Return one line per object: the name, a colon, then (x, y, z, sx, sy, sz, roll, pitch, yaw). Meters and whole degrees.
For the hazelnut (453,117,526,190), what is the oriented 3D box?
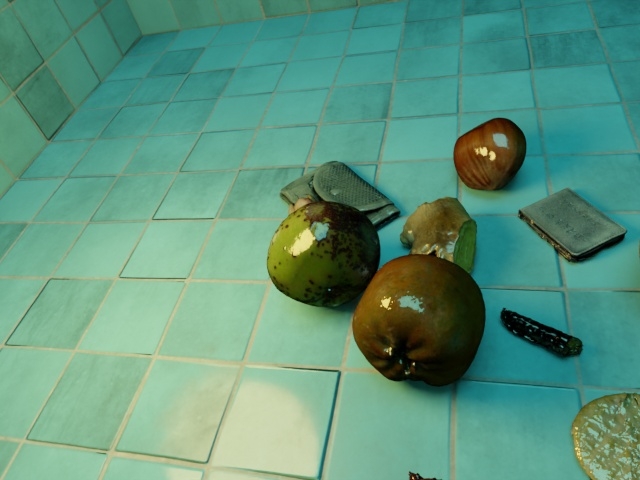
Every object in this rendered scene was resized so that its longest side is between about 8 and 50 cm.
hazelnut: (0.490, -0.243, 1.466, 0.210, 0.210, 0.186, 22, 33, 32)

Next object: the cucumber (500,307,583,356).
cucumber: (0.477, 0.199, 1.122, 0.181, 0.053, 0.053, 27, 59, 38)

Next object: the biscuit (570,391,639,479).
biscuit: (0.575, 0.376, 0.933, 0.220, 0.033, 0.220, -9, 46, 9)

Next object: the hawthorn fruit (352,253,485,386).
hawthorn fruit: (0.223, 0.152, 1.104, 0.268, 0.267, 0.301, 10, 49, 25)

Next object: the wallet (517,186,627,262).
wallet: (0.644, -0.045, 1.316, 0.167, 0.036, 0.222, -24, 45, -7)

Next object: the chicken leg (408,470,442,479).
chicken leg: (0.222, 0.503, 0.903, 0.089, 0.048, 0.219, -31, 46, -10)

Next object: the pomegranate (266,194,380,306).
pomegranate: (0.000, 0.000, 1.301, 0.285, 0.285, 0.340, -18, 47, -1)

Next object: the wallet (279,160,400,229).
wallet: (0.048, -0.125, 1.548, 0.237, 0.075, 0.342, -29, 46, -16)

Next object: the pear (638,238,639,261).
pear: (0.824, 0.013, 1.015, 0.348, 0.348, 0.348, -8, 45, 9)

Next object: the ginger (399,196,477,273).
ginger: (0.292, 0.002, 1.316, 0.221, 0.130, 0.275, 12, 52, 40)
